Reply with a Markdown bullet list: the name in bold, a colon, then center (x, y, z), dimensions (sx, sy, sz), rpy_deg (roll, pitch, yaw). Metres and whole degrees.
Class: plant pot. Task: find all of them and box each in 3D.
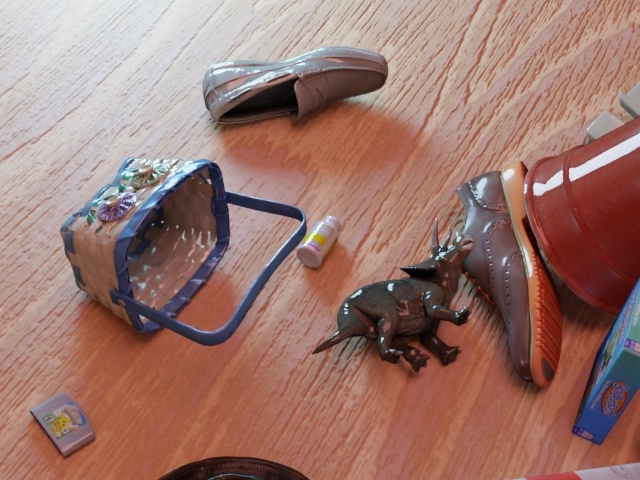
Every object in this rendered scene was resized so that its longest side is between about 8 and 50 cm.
- **plant pot**: center (0.486, -0.067, 1.518), dimensions (0.272, 0.265, 0.272), rpy_deg (23, 50, -30)

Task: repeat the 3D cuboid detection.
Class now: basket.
- **basket**: center (-0.194, 0.013, 1.446), dimensions (0.289, 0.201, 0.255), rpy_deg (19, 48, 20)

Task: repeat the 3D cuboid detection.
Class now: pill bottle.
- **pill bottle**: center (0.000, 0.000, 1.594), dimensions (0.043, 0.043, 0.083), rpy_deg (26, 51, 13)

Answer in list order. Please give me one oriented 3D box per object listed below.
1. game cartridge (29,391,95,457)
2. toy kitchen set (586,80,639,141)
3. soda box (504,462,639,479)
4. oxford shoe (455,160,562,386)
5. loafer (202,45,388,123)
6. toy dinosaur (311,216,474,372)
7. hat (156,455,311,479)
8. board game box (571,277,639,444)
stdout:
- **game cartridge**: center (-0.331, 0.236, 1.359), dimensions (0.056, 0.017, 0.083), rpy_deg (-28, 60, -33)
- **toy kitchen set**: center (0.594, -0.208, 1.858), dimensions (0.207, 0.166, 0.122), rpy_deg (-48, 64, 3)
- **soda box**: center (0.289, 0.351, 1.309), dimensions (0.286, 0.098, 0.091), rpy_deg (-4, 51, -12)
- **oxford shoe**: center (0.276, 0.057, 1.568), dimensions (0.133, 0.130, 0.363), rpy_deg (-16, 54, 20)
- **loafer**: center (-0.036, -0.251, 1.766), dimensions (0.319, 0.112, 0.111), rpy_deg (-10, 57, -8)
- **toy dinosaur**: center (0.107, 0.106, 1.497), dimensions (0.313, 0.121, 0.160), rpy_deg (-26, 46, -22)
- **hat**: center (-0.090, 0.369, 1.210), dimensions (0.331, 0.134, 0.331), rpy_deg (5, 49, -6)
- **board game box**: center (0.411, 0.156, 1.420), dimensions (0.047, 0.210, 0.160), rpy_deg (23, 51, 10)
